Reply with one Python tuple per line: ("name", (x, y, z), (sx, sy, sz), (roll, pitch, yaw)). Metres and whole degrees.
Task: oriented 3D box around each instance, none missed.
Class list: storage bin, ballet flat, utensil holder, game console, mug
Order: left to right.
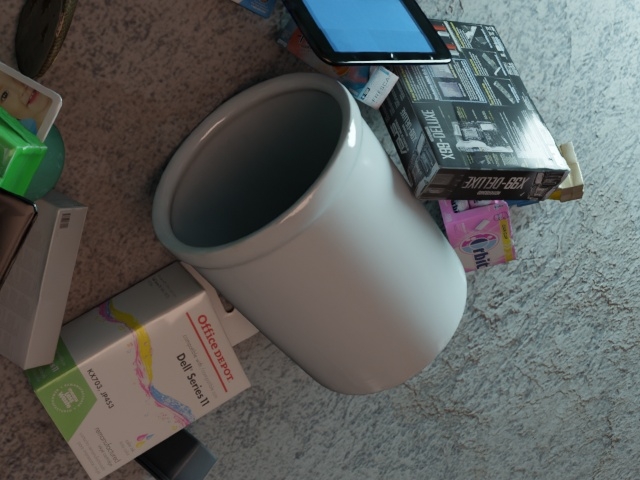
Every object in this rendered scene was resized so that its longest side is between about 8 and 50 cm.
("mug", (-0.407, -0.101, 1.297), (0.158, 0.129, 0.097), (-53, 160, 6))
("ballet flat", (-0.329, -0.325, 1.280), (0.058, 0.084, 0.250), (4, 108, -57))
("storage bin", (-0.231, 0.357, 1.611), (0.091, 0.135, 0.098), (-47, 127, -15))
("utensil holder", (0.000, 0.000, 1.462), (0.327, 0.327, 0.385), (-45, 129, -4))
("game console", (0.072, -0.385, 1.364), (0.293, 0.173, 0.250), (-12, 124, -47))

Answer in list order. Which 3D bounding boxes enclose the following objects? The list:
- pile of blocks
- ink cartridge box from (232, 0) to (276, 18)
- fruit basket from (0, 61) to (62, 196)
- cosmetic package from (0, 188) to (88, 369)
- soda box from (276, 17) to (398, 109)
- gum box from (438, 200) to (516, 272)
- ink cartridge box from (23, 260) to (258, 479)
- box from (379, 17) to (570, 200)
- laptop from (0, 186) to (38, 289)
("pile of blocks", (0.318, -0.134, 1.729), (0.362, 0.149, 0.113), (6, 66, -41))
("ink cartridge box", (-0.086, -0.415, 1.378), (0.104, 0.061, 0.181), (20, 101, -37))
("fruit basket", (-0.526, -0.110, 1.164), (0.353, 0.165, 0.327), (29, 96, -5))
("cosmetic package", (-0.398, 0.048, 1.383), (0.060, 0.098, 0.239), (-11, 122, -59))
("soda box", (0.022, -0.260, 1.431), (0.058, 0.183, 0.063), (-57, 147, 9))
("gum box", (0.267, -0.023, 1.695), (0.107, 0.062, 0.188), (-15, 148, 7))
("ink cartridge box", (-0.247, 0.179, 1.521), (0.353, 0.119, 0.207), (-31, 123, -14))
("box", (0.208, -0.202, 1.502), (0.242, 0.308, 0.076), (-2, 146, -29))
("laptop", (-0.582, 0.014, 1.115), (0.236, 0.408, 0.382), (20, 101, -50))
